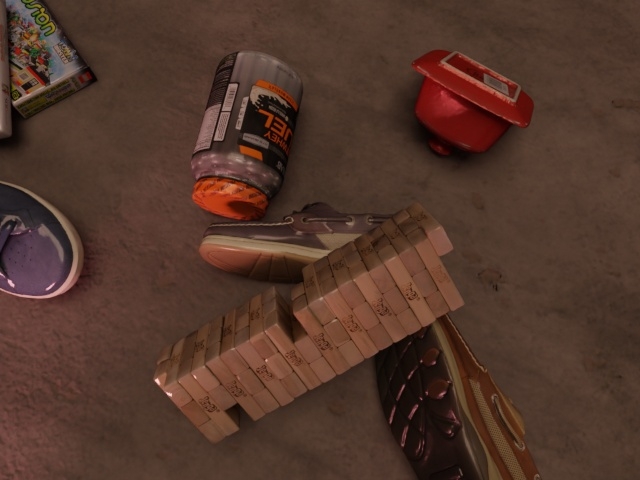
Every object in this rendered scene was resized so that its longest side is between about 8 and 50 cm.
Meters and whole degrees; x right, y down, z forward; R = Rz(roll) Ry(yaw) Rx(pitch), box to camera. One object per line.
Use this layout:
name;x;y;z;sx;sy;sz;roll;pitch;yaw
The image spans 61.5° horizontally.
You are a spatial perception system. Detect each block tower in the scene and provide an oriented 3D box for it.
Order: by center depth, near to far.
block tower;-0.010;0.091;0.578;0.336;0.091;0.097;-31;112;5

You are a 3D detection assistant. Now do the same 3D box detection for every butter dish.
butter dish;0.184;-0.167;0.712;0.160;0.118;0.160;31;33;7

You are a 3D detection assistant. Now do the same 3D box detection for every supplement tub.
supplement tub;-0.094;-0.129;0.682;0.117;0.117;0.190;10;74;1

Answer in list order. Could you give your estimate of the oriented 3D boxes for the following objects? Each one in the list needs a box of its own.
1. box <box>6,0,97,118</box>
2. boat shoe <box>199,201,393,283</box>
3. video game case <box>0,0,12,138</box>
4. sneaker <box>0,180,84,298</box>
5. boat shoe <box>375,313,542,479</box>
box;-0.419;-0.282;0.755;0.114;0.036;0.207;-34;78;-12
boat shoe;0.000;0.000;0.660;0.286;0.103;0.092;4;68;-5
video game case;-0.523;-0.215;0.711;0.227;0.026;0.206;-10;79;4
sneaker;-0.445;-0.036;0.603;0.350;0.148;0.131;27;93;3
boat shoe;0.162;0.213;0.603;0.120;0.122;0.323;1;62;-36
